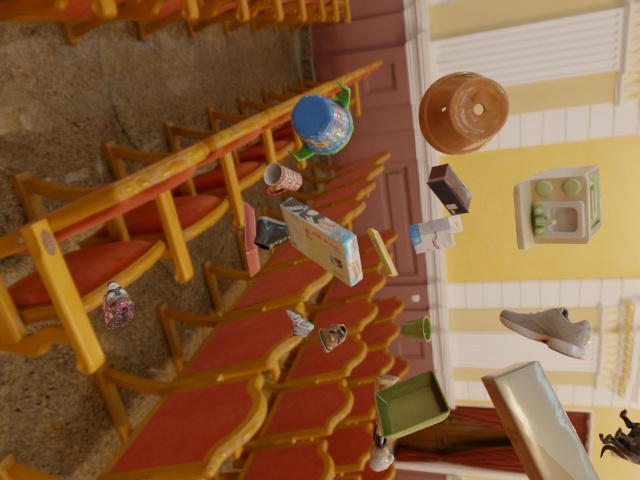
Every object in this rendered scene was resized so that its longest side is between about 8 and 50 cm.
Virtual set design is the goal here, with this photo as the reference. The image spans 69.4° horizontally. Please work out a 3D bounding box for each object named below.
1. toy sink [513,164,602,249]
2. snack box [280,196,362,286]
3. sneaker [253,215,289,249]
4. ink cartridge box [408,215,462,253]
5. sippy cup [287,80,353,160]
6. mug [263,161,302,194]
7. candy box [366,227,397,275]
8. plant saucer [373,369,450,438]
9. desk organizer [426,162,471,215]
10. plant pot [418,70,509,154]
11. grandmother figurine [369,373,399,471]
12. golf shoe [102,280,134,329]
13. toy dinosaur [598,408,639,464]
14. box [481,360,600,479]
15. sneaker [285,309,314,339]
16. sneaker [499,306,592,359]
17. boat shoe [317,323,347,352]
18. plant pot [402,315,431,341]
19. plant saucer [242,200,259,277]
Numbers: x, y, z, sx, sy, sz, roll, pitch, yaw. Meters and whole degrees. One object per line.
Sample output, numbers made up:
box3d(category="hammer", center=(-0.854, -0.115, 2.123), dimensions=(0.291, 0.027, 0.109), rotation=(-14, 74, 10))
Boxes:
box3d(category="toy sink", center=(0.551, -0.077, 1.053), dimensions=(0.234, 0.131, 0.152), rotation=(-21, 105, -45))
box3d(category="snack box", center=(0.000, 0.000, 1.515), dimensions=(0.060, 0.322, 0.187), rotation=(-35, 135, -24))
box3d(category="sneaker", center=(-0.152, -0.006, 1.806), dimensions=(0.083, 0.222, 0.118), rotation=(135, -33, -63))
box3d(category="ink cartridge box", center=(0.419, -0.022, 1.662), dimensions=(0.104, 0.180, 0.060), rotation=(57, 26, -47))
box3d(category="sippy cup", center=(-0.007, -0.463, 1.806), dimensions=(0.224, 0.240, 0.305), rotation=(-12, 105, -75))
box3d(category="mug", center=(-0.188, -0.294, 2.229), dimensions=(0.169, 0.150, 0.113), rotation=(10, 58, -54))
box3d(category="candy box", center=(0.254, 0.050, 1.889), dimensions=(0.105, 0.027, 0.205), rotation=(14, 50, -65))
box3d(category="plant saucer", center=(0.250, 0.454, 1.262), dimensions=(0.188, 0.188, 0.045), rotation=(-94, 159, -72))
box3d(category="desk organizer", center=(0.302, -0.117, 1.077), dimensions=(0.130, 0.047, 0.050), rotation=(41, 56, -36))
box3d(category="plant pot", center=(0.501, -0.434, 1.572), dimensions=(0.203, 0.291, 0.290), rotation=(-108, -169, -78))
box3d(category="grandmother figurine", center=(0.234, 0.682, 1.727), dimensions=(0.208, 0.104, 0.342), rotation=(15, 81, -59))
box3d(category="golf shoe", center=(-0.530, 0.170, 1.206), dimensions=(0.068, 0.186, 0.086), rotation=(-20, 71, -38))
box3d(category="toy dinosaur", center=(0.943, 0.610, 1.376), dimensions=(0.121, 0.160, 0.313), rotation=(-35, 148, -49))
box3d(category="box", center=(0.528, 0.460, 1.121), dimensions=(0.148, 0.121, 0.311), rotation=(71, -3, -72))
box3d(category="sneaker", center=(-0.073, 0.247, 1.329), dimensions=(0.069, 0.098, 0.038), rotation=(-60, 152, 1))
box3d(category="sneaker", center=(0.635, 0.231, 1.300), dimensions=(0.099, 0.262, 0.121), rotation=(20, 92, -37))
box3d(category="boat shoe", center=(0.061, 0.448, 2.202), dimensions=(0.307, 0.105, 0.110), rotation=(-16, 82, -82))
box3d(category="plant pot", center=(0.315, 0.294, 1.529), dimensions=(0.083, 0.079, 0.083), rotation=(24, 62, -56))
box3d(category="plant saucer", center=(-0.301, -0.003, 2.031), dimensions=(0.258, 0.048, 0.259), rotation=(96, -12, -61))
